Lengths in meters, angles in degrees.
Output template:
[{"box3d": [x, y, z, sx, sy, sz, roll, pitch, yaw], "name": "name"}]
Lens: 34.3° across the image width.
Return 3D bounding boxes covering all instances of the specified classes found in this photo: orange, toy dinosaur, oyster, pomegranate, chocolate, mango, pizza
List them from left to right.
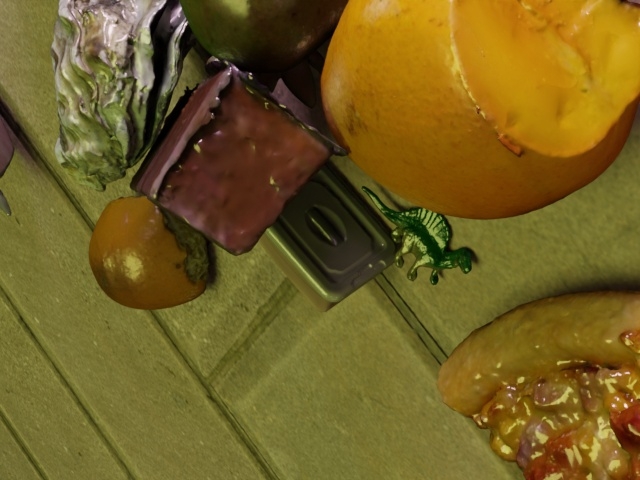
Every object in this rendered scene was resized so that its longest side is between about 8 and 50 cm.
[{"box3d": [-0.165, -0.168, 0.883, 0.198, 0.112, 0.267, -144, 71, -81], "name": "oyster"}, {"box3d": [-0.205, 0.019, 1.188, 0.160, 0.112, 0.170, 40, 154, 24], "name": "orange"}, {"box3d": [-0.089, -0.061, 0.846, 0.112, 0.112, 0.321, 37, 175, -14], "name": "chocolate"}, {"box3d": [-0.035, -0.186, 0.784, 0.131, 0.152, 0.191, 38, 162, 18], "name": "pomegranate"}, {"box3d": [0.081, -0.009, 0.874, 0.119, 0.029, 0.060, 53, 131, 18], "name": "toy dinosaur"}, {"box3d": [0.083, -0.094, 0.696, 0.187, 0.138, 0.257, 35, 164, -9], "name": "mango"}, {"box3d": [0.247, 0.163, 0.723, 0.409, 0.114, 0.277, 23, 127, 45], "name": "pizza"}]

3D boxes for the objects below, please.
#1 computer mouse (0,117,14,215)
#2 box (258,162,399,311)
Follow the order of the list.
[{"box3d": [-0.528, -0.179, 1.378, 0.389, 0.199, 0.115, 45, 132, 19], "name": "computer mouse"}, {"box3d": [0.000, 0.000, 0.926, 0.122, 0.089, 0.062, 49, 156, 15], "name": "box"}]
